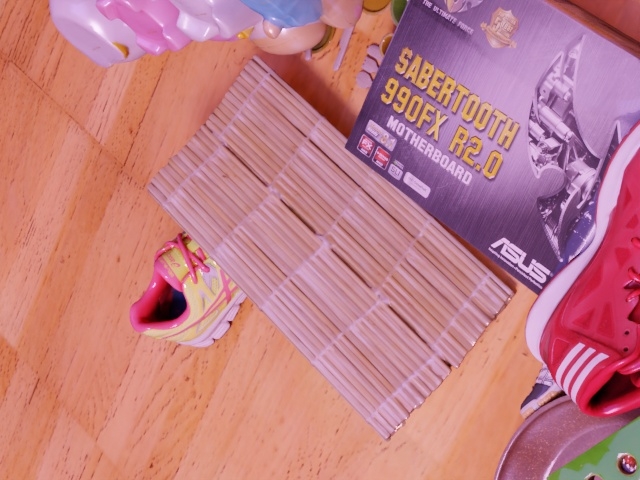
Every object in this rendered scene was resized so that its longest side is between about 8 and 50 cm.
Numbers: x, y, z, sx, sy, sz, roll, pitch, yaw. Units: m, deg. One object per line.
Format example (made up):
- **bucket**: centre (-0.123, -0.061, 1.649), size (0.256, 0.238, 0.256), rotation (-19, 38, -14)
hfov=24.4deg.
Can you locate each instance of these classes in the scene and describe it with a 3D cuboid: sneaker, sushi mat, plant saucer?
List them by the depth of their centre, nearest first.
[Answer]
- **sneaker**: centre (0.223, 0.020, 0.955), size (0.128, 0.087, 0.221), rotation (-115, 44, -58)
- **plant saucer**: centre (0.209, 0.203, 1.039), size (0.199, 0.036, 0.198), rotation (2, 93, 43)
- **sneaker**: centre (0.173, 0.095, 1.077), size (0.083, 0.032, 0.037), rotation (-48, 54, 21)
- **sushi mat**: centre (0.000, 0.000, 1.184), size (0.151, 0.019, 0.316), rotation (-48, 65, 5)
- **sneaker**: centre (-0.094, 0.014, 1.270), size (0.081, 0.094, 0.208), rotation (48, 119, 32)

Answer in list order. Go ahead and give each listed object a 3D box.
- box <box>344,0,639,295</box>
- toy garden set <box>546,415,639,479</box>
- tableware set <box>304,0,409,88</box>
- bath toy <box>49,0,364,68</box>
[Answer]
- **box**: centre (0.141, -0.089, 1.081), size (0.231, 0.056, 0.183), rotation (40, 117, 34)
- **toy garden set**: centre (0.293, 0.199, 0.923), size (0.204, 0.049, 0.244), rotation (-39, 73, 25)
- **tableware set**: centre (0.022, -0.187, 1.209), size (0.154, 0.024, 0.104), rotation (36, 114, 36)
- **bath toy**: centre (-0.098, -0.213, 1.230), size (0.348, 0.151, 0.129), rotation (4, 58, 55)
